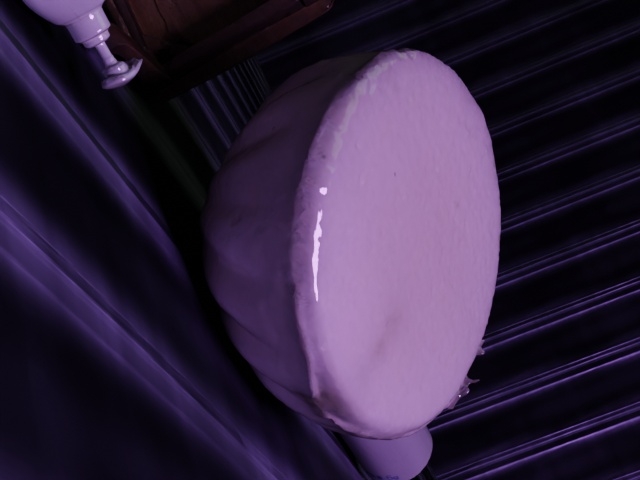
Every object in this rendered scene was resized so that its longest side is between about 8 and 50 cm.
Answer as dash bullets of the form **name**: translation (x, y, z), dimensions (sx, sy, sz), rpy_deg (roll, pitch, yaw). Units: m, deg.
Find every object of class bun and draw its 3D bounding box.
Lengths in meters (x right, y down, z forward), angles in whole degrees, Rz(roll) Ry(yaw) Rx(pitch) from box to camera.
- **bun**: translation (0.000, 0.000, 0.680), dimensions (0.263, 0.175, 0.263), rpy_deg (-9, 101, -56)

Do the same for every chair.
- **chair**: translation (-0.097, -0.213, 0.730), dimensions (0.186, 0.160, 0.319), rpy_deg (60, 4, 4)

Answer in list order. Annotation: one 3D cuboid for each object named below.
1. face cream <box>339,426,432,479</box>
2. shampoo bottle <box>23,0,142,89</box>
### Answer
- **face cream**: translation (0.029, 0.123, 0.864), dimensions (0.077, 0.077, 0.250), rpy_deg (-111, 174, -46)
- **shampoo bottle**: translation (-0.138, -0.145, 0.496), dimensions (0.077, 0.045, 0.152), rpy_deg (-106, 172, -69)
